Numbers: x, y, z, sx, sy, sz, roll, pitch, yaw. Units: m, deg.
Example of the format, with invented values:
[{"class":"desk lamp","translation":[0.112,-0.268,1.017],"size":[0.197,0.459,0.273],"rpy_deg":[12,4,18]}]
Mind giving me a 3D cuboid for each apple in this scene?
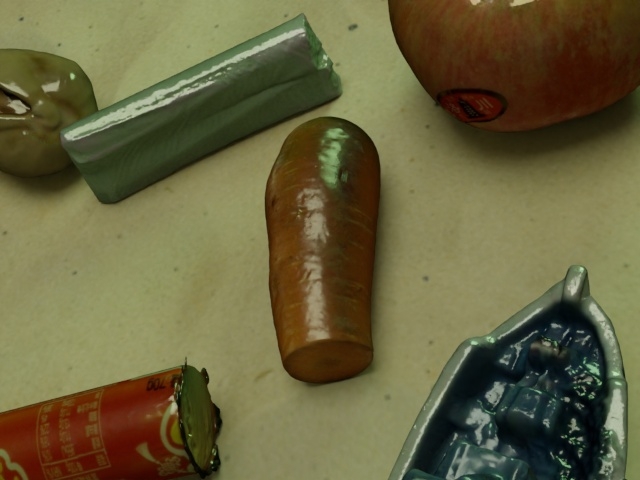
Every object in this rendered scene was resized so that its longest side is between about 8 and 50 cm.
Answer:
[{"class":"apple","translation":[0.151,-0.173,0.809],"size":[0.209,0.164,0.209],"rpy_deg":[-7,65,15]}]

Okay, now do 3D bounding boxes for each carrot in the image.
[{"class":"carrot","translation":[0.000,0.000,0.781],"size":[0.087,0.087,0.193],"rpy_deg":[-6,52,15]}]

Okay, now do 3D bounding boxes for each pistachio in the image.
[{"class":"pistachio","translation":[-0.250,-0.109,0.942],"size":[0.149,0.113,0.113],"rpy_deg":[23,65,38]}]

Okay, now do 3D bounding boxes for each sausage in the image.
[{"class":"sausage","translation":[-0.198,0.147,0.749],"size":[0.264,0.083,0.083],"rpy_deg":[-16,51,10]}]

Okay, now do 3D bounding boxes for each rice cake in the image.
[{"class":"rice cake","translation":[-0.093,-0.106,0.896],"size":[0.221,0.080,0.042],"rpy_deg":[-25,47,-1]}]

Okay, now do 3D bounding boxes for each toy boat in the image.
[{"class":"toy boat","translation":[0.090,0.146,0.603],"size":[0.129,0.142,0.309],"rpy_deg":[13,61,30]}]
